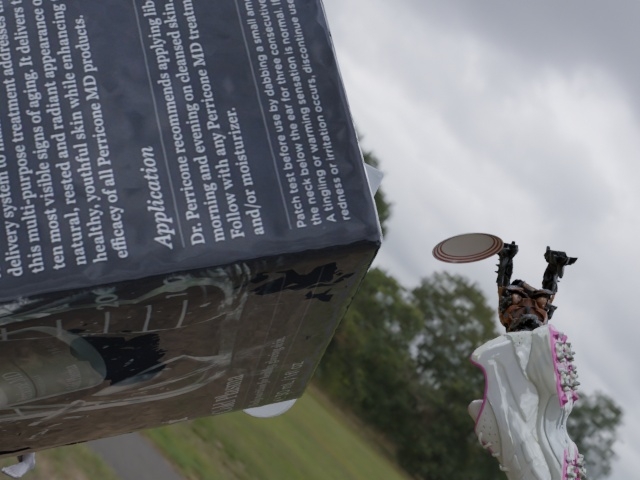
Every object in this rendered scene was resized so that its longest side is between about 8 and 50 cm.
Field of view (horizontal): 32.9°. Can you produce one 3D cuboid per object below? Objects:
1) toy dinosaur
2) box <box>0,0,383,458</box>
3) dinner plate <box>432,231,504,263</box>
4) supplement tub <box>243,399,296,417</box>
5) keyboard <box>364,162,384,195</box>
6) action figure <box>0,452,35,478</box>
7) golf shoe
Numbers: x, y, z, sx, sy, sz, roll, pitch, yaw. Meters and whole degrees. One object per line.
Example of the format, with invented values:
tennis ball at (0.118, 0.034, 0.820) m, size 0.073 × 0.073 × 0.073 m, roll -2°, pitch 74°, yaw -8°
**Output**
toy dinosaur at (0.410, 0.119, 2.226) m, size 0.164 × 0.219 × 0.322 m, roll 4°, pitch 11°, yaw -15°
box at (-0.239, -0.003, 0.955) m, size 0.480 × 0.471 × 0.298 m, roll 110°, pitch -30°, yaw -67°
dinner plate at (0.288, 0.011, 2.122) m, size 0.141 × 0.141 × 0.017 m, roll 51°, pitch 31°, yaw -61°
supplement tub at (-0.107, 0.261, 2.089) m, size 0.144 × 0.144 × 0.200 m, roll 43°, pitch 1°, yaw -2°
keyboard at (0.000, 0.000, 1.385) m, size 0.072 × 0.256 × 0.014 m, roll 29°, pitch -23°, yaw -5°
action figure at (-0.490, 0.177, 1.753) m, size 0.341 × 0.330 × 0.178 m, roll 17°, pitch -11°, yaw 47°
golf shoe at (0.263, 0.264, 1.388) m, size 0.140 × 0.306 × 0.115 m, roll -8°, pitch -19°, yaw 22°
